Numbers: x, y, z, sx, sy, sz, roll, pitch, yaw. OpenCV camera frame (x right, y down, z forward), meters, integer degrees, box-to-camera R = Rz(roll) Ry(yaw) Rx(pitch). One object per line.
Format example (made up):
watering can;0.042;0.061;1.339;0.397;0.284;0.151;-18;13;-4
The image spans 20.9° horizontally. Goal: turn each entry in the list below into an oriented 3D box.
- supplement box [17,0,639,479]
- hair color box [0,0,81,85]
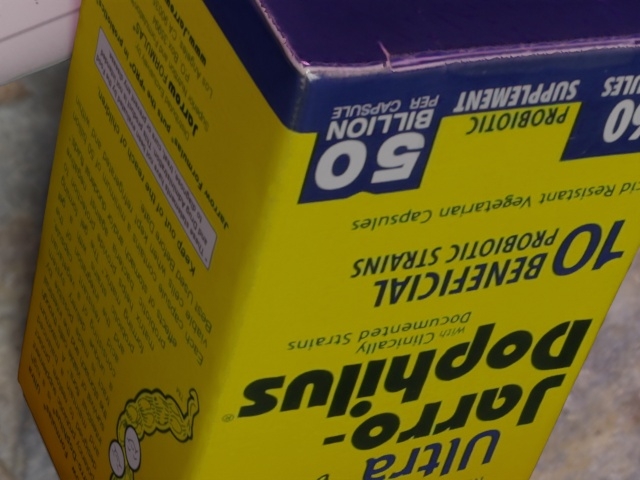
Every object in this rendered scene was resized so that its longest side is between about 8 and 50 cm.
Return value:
supplement box;0.000;0.000;0.797;0.194;0.195;0.356;-8;136;-27
hair color box;-0.117;-0.197;0.805;0.374;0.113;0.185;-24;117;-10
